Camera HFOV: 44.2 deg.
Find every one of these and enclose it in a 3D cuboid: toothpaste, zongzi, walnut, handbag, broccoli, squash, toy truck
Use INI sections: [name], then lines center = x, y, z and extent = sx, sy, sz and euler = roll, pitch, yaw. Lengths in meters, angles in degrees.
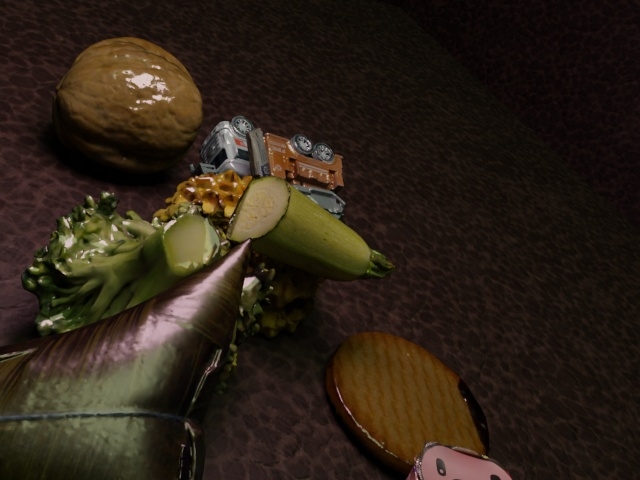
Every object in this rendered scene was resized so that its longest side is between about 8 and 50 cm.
[toothpaste]
center = -0.111, -0.103, 1.535
extent = 0.038, 0.233, 0.060
euler = -1, 18, 22
[zongzi]
center = -0.300, 0.133, 0.895
extent = 0.403, 0.208, 0.432
euler = 18, 64, -10
[walnut]
center = -0.360, -0.254, 1.492
extent = 0.283, 0.227, 0.282
euler = 3, 84, -32
[handbag]
center = 0.204, 0.402, 1.149
extent = 0.205, 0.116, 0.179
euler = 20, 31, -17
[broccoli]
center = -0.237, 0.085, 1.128
extent = 0.334, 0.323, 0.272
euler = -8, 4, -36
[squash]
center = -0.001, 0.006, 1.273
extent = 0.288, 0.137, 0.137
euler = 29, 30, -12
[toy truck]
center = -0.111, -0.128, 1.637
extent = 0.338, 0.133, 0.184
euler = 13, 51, -32

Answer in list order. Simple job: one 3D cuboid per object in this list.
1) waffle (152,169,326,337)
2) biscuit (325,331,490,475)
[waffle]
center = -0.129, 0.009, 1.405
extent = 0.324, 0.151, 0.261
euler = 39, 35, 10
[biscuit]
center = 0.151, 0.282, 1.353
extent = 0.318, 0.040, 0.318
euler = 23, 30, -14
